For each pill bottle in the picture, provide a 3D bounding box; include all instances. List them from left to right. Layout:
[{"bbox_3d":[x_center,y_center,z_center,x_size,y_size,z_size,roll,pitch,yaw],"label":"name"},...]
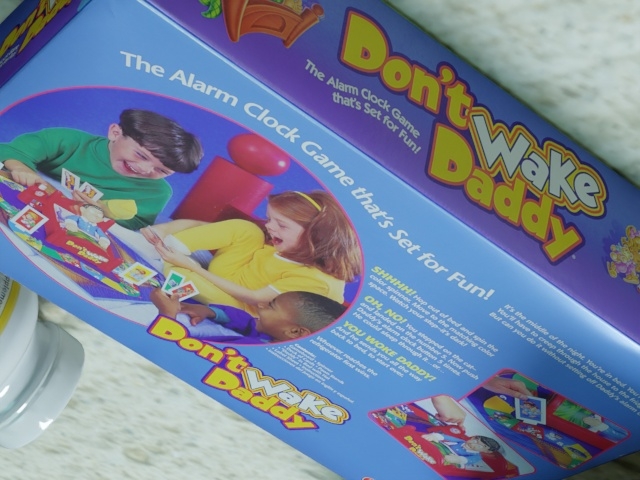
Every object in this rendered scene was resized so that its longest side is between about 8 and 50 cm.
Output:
[{"bbox_3d":[-0.221,0.036,0.969,0.103,0.103,0.184,-21,130,43],"label":"pill bottle"}]

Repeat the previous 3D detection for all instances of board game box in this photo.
[{"bbox_3d":[0.000,0.000,0.839,0.347,0.078,0.233,34,143,-21],"label":"board game box"}]
